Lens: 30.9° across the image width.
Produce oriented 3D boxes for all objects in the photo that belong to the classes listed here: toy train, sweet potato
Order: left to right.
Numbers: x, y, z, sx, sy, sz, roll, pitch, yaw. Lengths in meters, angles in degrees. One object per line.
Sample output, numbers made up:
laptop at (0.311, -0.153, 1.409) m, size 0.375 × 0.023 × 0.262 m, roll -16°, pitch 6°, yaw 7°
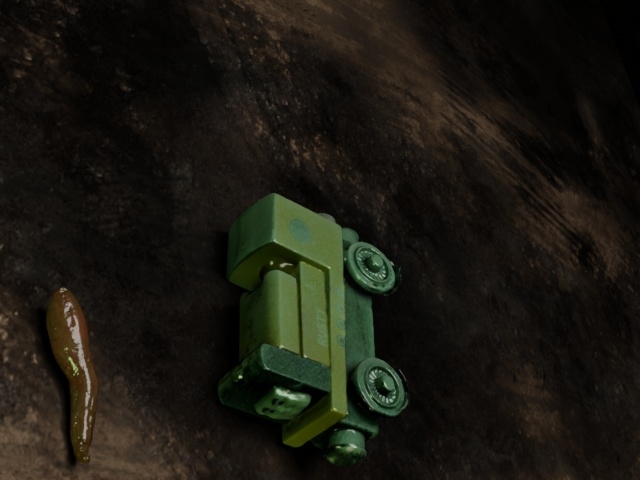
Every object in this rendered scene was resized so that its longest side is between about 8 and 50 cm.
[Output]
sweet potato at (-0.291, 0.161, 1.377) m, size 0.050 × 0.050 × 0.214 m, roll 6°, pitch 65°, yaw -50°
toy train at (-0.015, 0.125, 1.671) m, size 0.253 × 0.160 × 0.397 m, roll 26°, pitch 45°, yaw -30°

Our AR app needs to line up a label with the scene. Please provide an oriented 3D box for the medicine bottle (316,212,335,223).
medicine bottle at (0.000, 0.000, 1.877) m, size 0.047 × 0.047 × 0.083 m, roll 36°, pitch 40°, yaw -30°
